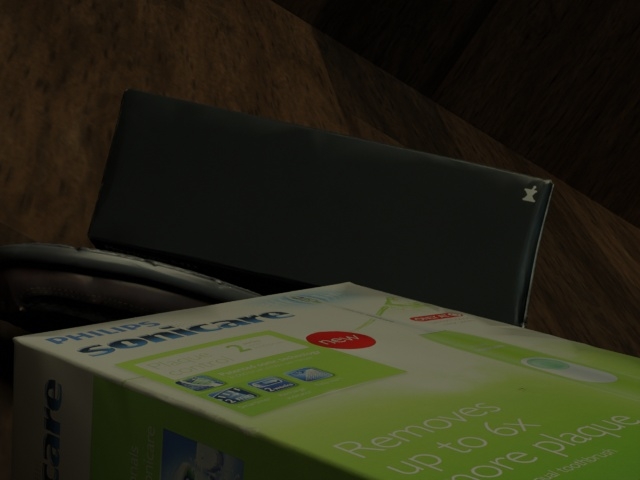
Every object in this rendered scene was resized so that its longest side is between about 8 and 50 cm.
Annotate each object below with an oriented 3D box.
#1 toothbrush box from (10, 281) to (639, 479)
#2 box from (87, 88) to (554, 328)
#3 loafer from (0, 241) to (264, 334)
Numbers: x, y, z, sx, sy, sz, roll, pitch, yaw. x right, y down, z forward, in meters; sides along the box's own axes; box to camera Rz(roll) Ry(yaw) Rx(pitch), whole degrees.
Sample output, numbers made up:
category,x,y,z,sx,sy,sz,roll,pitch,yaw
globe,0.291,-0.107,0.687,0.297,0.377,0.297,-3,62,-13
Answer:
category,x,y,z,sx,sy,sz,roll,pitch,yaw
toothbrush box,0.038,0.109,0.588,0.206,0.122,0.283,-7,14,-44
box,0.000,0.000,0.938,0.261,0.103,0.184,12,-14,3
loafer,-0.061,0.078,0.870,0.302,0.095,0.109,19,-16,-38
